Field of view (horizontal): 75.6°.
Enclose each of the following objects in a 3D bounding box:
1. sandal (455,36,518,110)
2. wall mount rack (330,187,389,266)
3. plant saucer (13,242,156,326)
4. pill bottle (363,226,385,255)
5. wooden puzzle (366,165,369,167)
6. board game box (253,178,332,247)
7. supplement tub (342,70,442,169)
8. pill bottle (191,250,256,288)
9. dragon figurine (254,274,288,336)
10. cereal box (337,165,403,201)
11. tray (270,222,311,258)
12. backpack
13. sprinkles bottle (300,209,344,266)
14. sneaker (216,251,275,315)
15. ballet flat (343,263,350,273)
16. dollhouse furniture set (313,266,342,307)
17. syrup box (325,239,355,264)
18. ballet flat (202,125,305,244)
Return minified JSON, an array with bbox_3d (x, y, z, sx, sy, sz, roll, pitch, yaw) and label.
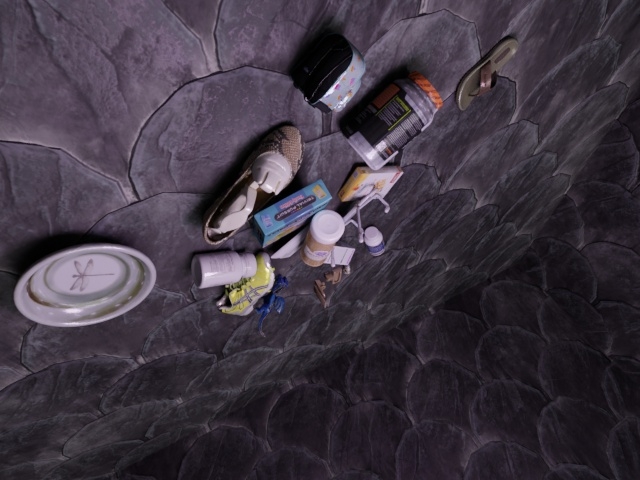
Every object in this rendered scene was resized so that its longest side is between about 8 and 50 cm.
[{"bbox_3d":[0.632,-0.624,1.563,0.120,0.086,0.303,12,127,-49],"label":"sandal"},{"bbox_3d":[0.142,-0.055,1.733,0.304,0.130,0.350,-40,176,-45],"label":"wall mount rack"},{"bbox_3d":[-0.752,0.124,1.342,0.401,0.100,0.400,-22,147,-16],"label":"plant saucer"},{"bbox_3d":[0.270,0.000,2.079,0.094,0.094,0.169,-32,148,-1],"label":"pill bottle"},{"bbox_3d":[0.198,-0.284,1.707,0.116,0.014,0.079,-41,153,23],"label":"wooden puzzle"},{"bbox_3d":[-0.113,-0.085,1.485,0.254,0.079,0.336,-30,178,-12],"label":"board game box"},{"bbox_3d":[0.245,-0.409,1.414,0.316,0.193,0.194,-40,147,13],"label":"supplement tub"},{"bbox_3d":[-0.376,0.107,1.621,0.229,0.131,0.131,-7,139,-36],"label":"pill bottle"},{"bbox_3d":[-0.229,0.296,1.942,0.144,0.289,0.085,-20,137,36],"label":"dragon figurine"},{"bbox_3d":[0.210,-0.238,1.727,0.240,0.047,0.173,-8,150,-35],"label":"cereal box"},{"bbox_3d":[-0.084,-0.001,1.767,0.270,0.030,0.145,-39,168,17],"label":"tray"},{"bbox_3d":[0.035,-0.473,1.167,0.144,0.165,0.188,7,133,-48],"label":"backpack"},{"bbox_3d":[0.000,0.000,1.622,0.121,0.121,0.355,-23,166,-16],"label":"sprinkles bottle"},{"bbox_3d":[-0.322,0.203,1.788,0.147,0.145,0.384,1,133,-42],"label":"sneaker"},{"bbox_3d":[0.144,0.159,2.234,0.041,0.041,0.114,-24,147,-15],"label":"ballet flat"},{"bbox_3d":[0.062,0.250,2.205,0.151,0.123,0.144,-21,146,-19],"label":"dollhouse furniture set"},{"bbox_3d":[0.044,0.049,1.927,0.237,0.093,0.096,10,110,-47],"label":"syrup box"},{"bbox_3d":[-0.219,-0.154,1.342,0.164,0.182,0.483,38,110,-23],"label":"ballet flat"}]
